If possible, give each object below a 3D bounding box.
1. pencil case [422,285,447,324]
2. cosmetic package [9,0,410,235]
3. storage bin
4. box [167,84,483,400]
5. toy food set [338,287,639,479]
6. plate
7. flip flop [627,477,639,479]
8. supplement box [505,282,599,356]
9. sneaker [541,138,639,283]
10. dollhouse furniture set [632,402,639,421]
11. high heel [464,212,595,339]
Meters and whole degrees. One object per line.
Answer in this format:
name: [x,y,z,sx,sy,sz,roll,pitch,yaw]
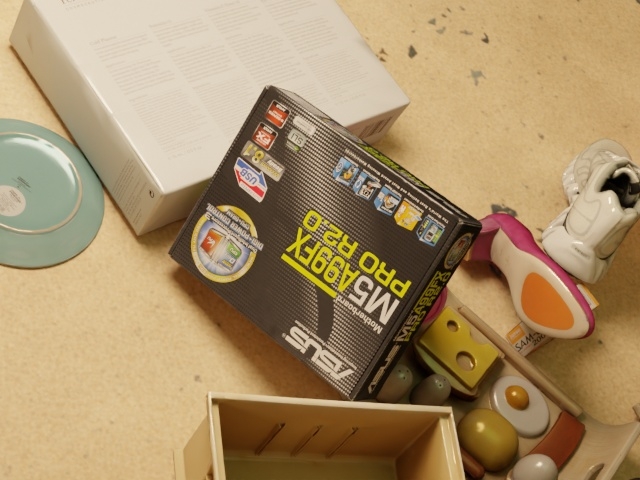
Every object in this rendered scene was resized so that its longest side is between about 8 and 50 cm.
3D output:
pencil case: [0.062,0.009,1.614,0.098,0.095,0.209,-24,34,-2]
cosmetic package: [-0.122,-0.195,1.691,0.377,0.097,0.284,-23,73,-37]
storage bin: [0.007,0.296,1.410,0.262,0.123,0.260,7,56,-24]
box: [0.000,0.000,1.503,0.270,0.216,0.060,37,12,25]
toy food set: [0.189,0.173,1.606,0.306,0.092,0.220,42,50,4]
plate: [-0.316,-0.057,1.547,0.188,0.024,0.188,14,54,-20]
flip flop: [0.336,0.338,1.574,0.112,0.080,0.277,32,34,26]
supplement box: [0.272,0.094,1.722,0.098,0.062,0.036,-26,74,-36]
sneaker: [0.360,-0.059,1.812,0.110,0.118,0.292,33,32,-2]
dollhouse furniture set: [0.512,0.197,1.758,0.242,0.161,0.212,1,56,-53]
high heel: [0.257,0.040,1.689,0.117,0.082,0.244,-3,24,-36]
